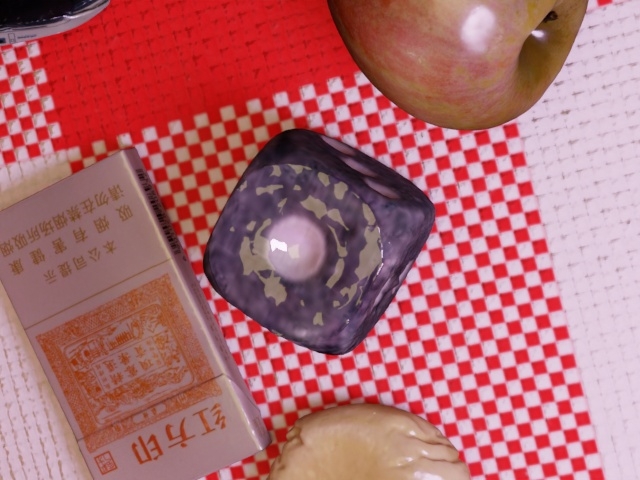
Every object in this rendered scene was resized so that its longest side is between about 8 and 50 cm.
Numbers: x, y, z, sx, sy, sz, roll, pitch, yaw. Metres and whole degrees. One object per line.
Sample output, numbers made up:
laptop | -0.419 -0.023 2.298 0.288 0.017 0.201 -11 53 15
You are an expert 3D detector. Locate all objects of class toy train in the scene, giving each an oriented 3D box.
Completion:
toy train | -0.355 -0.238 1.811 0.252 0.048 0.055 -8 58 -7

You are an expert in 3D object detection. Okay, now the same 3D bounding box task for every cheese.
cheese | 0.045 0.280 1.758 0.226 0.117 0.214 16 94 17

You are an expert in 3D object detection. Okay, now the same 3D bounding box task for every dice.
dice | 0.000 0.000 1.699 0.182 0.183 0.181 33 105 10

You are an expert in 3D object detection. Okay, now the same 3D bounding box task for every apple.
apple | 0.126 -0.241 1.601 0.234 0.257 0.257 28 103 22

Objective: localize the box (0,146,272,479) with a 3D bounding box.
box | -0.219 0.103 1.837 0.204 0.051 0.365 -25 90 16
